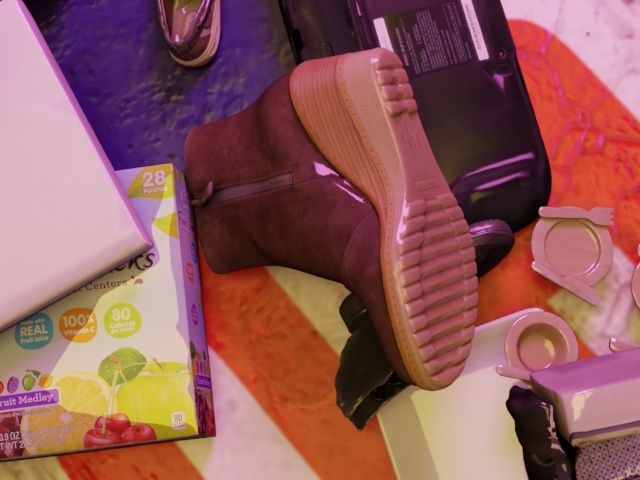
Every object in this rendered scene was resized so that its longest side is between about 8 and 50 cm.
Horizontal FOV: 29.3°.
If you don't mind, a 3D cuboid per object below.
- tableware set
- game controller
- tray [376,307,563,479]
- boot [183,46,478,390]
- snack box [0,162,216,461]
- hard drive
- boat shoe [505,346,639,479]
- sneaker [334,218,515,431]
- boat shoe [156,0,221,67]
[{"bbox_3d":[0.208,0.058,0.893,0.141,0.020,0.169,19,75,-4],"label":"tableware set"},{"bbox_3d":[0.065,-0.146,0.949,0.166,0.067,0.319,-14,80,-9],"label":"game controller"},{"bbox_3d":[0.141,0.197,0.894,0.145,0.030,0.270,-20,80,5],"label":"tray"},{"bbox_3d":[0.000,0.000,0.885,0.206,0.090,0.249,-21,77,42],"label":"boot"},{"bbox_3d":[-0.179,0.057,0.937,0.174,0.070,0.207,-9,78,6],"label":"snack box"},{"bbox_3d":[-0.311,-0.010,0.899,0.318,0.040,0.210,-29,84,2],"label":"hard drive"},{"bbox_3d":[0.302,0.142,0.836,0.340,0.127,0.158,-11,94,-3],"label":"boat shoe"},{"bbox_3d":[0.079,0.059,0.889,0.170,0.051,0.089,-29,55,3],"label":"sneaker"},{"bbox_3d":[-0.104,-0.217,0.979,0.056,0.049,0.152,-5,80,7],"label":"boat shoe"}]
